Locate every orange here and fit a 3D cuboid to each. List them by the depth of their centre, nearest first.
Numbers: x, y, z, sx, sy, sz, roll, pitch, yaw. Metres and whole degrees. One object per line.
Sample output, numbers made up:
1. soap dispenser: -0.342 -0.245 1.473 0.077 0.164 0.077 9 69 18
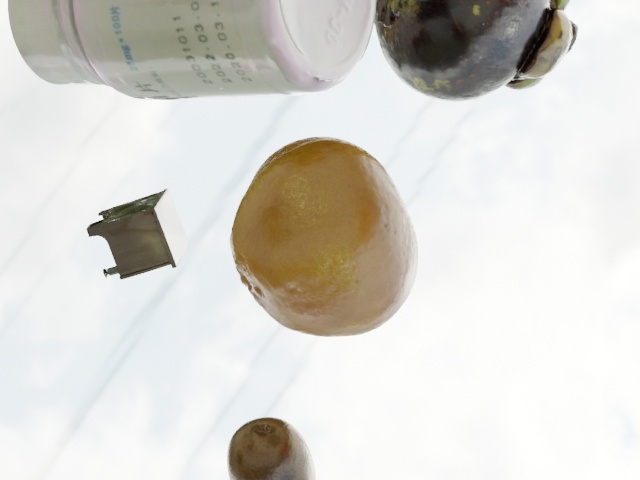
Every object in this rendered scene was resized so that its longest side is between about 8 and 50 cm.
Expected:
1. orange: 0.000 0.000 1.468 0.136 0.159 0.159 -27 -140 -4

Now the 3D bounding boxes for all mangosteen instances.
1. mangosteen: 0.156 -0.219 1.795 0.192 0.217 0.192 -30 -124 59

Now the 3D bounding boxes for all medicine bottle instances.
1. medicine bottle: -0.113 -0.201 1.605 0.293 0.170 0.170 2 -120 34

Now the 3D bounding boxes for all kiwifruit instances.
1. kiwifruit: -0.042 0.202 1.673 0.075 0.124 0.075 -3 -132 4

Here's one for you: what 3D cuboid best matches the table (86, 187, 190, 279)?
1. table: -0.199 -0.004 2.098 0.082 0.070 0.083 -17 -165 12
